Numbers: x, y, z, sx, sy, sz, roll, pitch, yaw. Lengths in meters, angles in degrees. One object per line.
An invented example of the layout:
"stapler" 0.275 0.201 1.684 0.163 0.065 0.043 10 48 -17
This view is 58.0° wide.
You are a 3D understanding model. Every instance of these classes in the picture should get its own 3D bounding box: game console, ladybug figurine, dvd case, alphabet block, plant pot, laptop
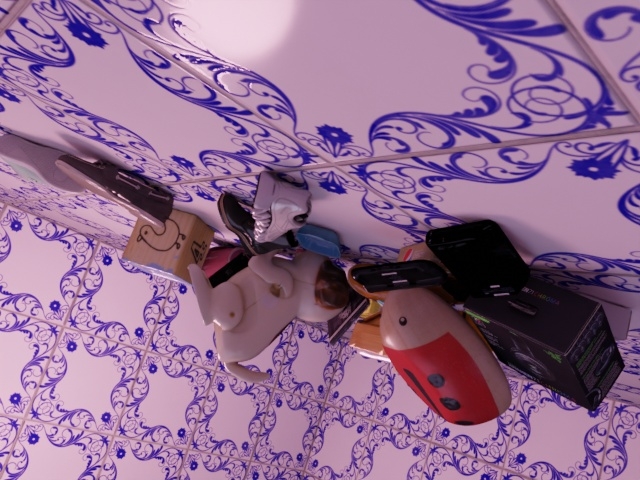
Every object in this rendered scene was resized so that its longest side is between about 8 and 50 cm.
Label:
"game console" 0.219 0.055 1.165 0.361 0.043 0.213 -11 141 36
"ladybug figurine" 0.296 0.303 1.431 0.449 0.162 0.305 52 161 -15
"dvd case" 0.075 0.186 1.667 0.018 0.164 0.221 35 -163 -15
"alphabet block" -0.476 0.015 1.830 0.193 0.197 0.193 15 167 11
"plant pot" -0.326 0.106 2.059 0.201 0.201 0.180 27 148 -35
"laptop" -0.194 0.161 1.824 0.234 0.264 0.136 44 161 21

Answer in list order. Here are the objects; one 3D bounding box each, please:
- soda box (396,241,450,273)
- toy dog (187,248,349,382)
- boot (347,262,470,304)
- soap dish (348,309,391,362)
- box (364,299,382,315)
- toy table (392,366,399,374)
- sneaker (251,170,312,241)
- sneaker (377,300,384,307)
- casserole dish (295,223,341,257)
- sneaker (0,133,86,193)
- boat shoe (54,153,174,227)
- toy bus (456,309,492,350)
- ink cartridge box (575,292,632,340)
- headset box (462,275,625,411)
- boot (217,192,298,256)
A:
"soda box" 0.233 0.043 1.289 0.058 0.061 0.181 22 166 -13
"toy dog" -0.119 0.160 1.596 0.408 0.395 0.284 -18 167 -9
"boot" 0.241 0.111 1.516 0.295 0.104 0.211 18 163 -22
"soap dish" 0.271 0.298 1.927 0.291 0.118 0.229 -18 -165 -40
"box" 0.191 0.282 2.341 0.087 0.058 0.232 23 166 -16
"toy table" 0.342 0.376 2.198 0.274 0.252 0.161 1 177 28
"sneaker" -0.082 -0.054 1.240 0.118 0.110 0.292 9 168 -2
"sneaker" 0.275 0.195 1.794 0.275 0.107 0.110 -1 144 50
"casserole dish" 0.000 0.000 1.483 0.114 0.037 0.188 15 168 11
"sneaker" -0.728 -0.186 1.556 0.256 0.094 0.151 28 161 0
"boat shoe" -0.526 -0.147 1.507 0.112 0.095 0.335 10 160 43
"toy bus" 0.446 0.266 1.691 0.130 0.108 0.333 3 172 33
"ink cartridge box" 0.608 0.182 1.333 0.128 0.072 0.175 19 167 1
"headset box" 0.469 0.196 1.218 0.246 0.131 0.283 27 162 47
"boot" -0.151 -0.047 1.418 0.137 0.076 0.198 -9 137 28
